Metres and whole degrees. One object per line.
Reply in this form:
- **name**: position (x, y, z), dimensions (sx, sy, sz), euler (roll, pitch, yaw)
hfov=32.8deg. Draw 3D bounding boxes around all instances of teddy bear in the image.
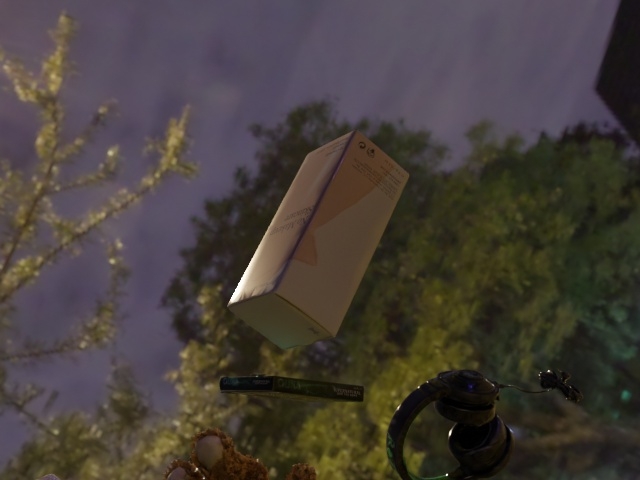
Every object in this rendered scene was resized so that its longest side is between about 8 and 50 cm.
- **teddy bear**: position (-0.113, 0.461, 1.867), dimensions (0.113, 0.338, 0.245), euler (-61, -5, -80)

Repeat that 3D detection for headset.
- **headset**: position (0.325, 0.370, 2.185), dimensions (0.394, 0.185, 0.243), euler (-27, -64, -17)

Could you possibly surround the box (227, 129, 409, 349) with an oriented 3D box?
- **box**: position (0.000, 0.000, 1.648), dimensions (0.148, 0.121, 0.311), euler (-22, 35, 52)

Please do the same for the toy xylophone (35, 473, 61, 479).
- **toy xylophone**: position (-0.350, 0.399, 1.340), dimensions (0.081, 0.236, 0.323), euler (-60, -23, 15)

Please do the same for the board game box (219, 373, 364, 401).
- **board game box**: position (-0.043, 0.226, 1.650), dimensions (0.186, 0.126, 0.026), euler (14, -106, -42)
